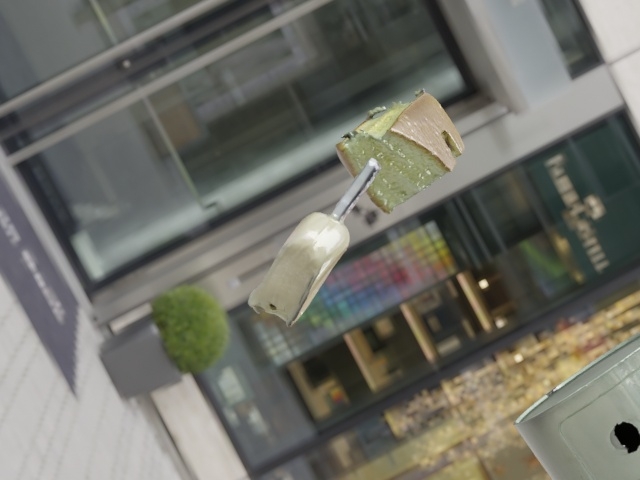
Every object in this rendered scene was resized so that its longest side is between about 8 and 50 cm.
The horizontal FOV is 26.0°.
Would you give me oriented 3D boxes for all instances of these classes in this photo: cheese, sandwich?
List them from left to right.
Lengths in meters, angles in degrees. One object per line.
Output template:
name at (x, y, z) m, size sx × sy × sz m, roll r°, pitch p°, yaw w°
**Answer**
cheese at (-0.002, 0.002, 1.229) m, size 0.047 × 0.171 × 0.092 m, roll 35°, pitch 23°, yaw 3°
sandwich at (0.101, -0.115, 1.835) m, size 0.128 × 0.122 × 0.236 m, roll 57°, pitch 21°, yaw -5°

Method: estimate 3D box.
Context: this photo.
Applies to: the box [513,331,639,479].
box at (0.360, 0.212, 1.622) m, size 0.149 × 0.226 × 0.226 m, roll 55°, pitch -2°, yaw 6°
